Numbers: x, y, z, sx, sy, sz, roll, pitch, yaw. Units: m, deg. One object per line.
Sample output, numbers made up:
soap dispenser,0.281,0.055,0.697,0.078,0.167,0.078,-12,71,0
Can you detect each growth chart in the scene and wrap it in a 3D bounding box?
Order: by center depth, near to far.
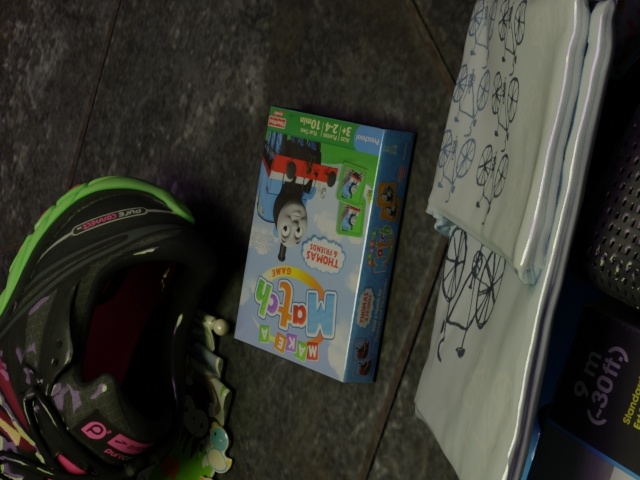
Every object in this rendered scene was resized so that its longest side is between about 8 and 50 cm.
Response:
growth chart,-0.137,0.171,1.501,0.172,0.021,0.237,12,96,50

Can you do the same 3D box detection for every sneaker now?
sneaker,-0.246,0.170,1.416,0.202,0.185,0.483,22,88,50

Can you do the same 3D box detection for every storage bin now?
storage bin,0.246,-0.032,0.938,0.084,0.122,0.180,33,97,48

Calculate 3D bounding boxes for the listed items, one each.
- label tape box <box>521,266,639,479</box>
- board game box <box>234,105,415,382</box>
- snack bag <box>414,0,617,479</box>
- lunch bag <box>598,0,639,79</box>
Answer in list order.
label tape box,0.206,0.174,1.009,0.333,0.106,0.241,30,110,48
board game box,0.000,0.000,1.332,0.160,0.039,0.212,16,100,50
snack bag,0.114,-0.001,1.062,0.323,0.037,0.343,-122,42,-79
lunch bag,0.193,-0.155,1.096,0.071,0.053,0.083,11,86,49
